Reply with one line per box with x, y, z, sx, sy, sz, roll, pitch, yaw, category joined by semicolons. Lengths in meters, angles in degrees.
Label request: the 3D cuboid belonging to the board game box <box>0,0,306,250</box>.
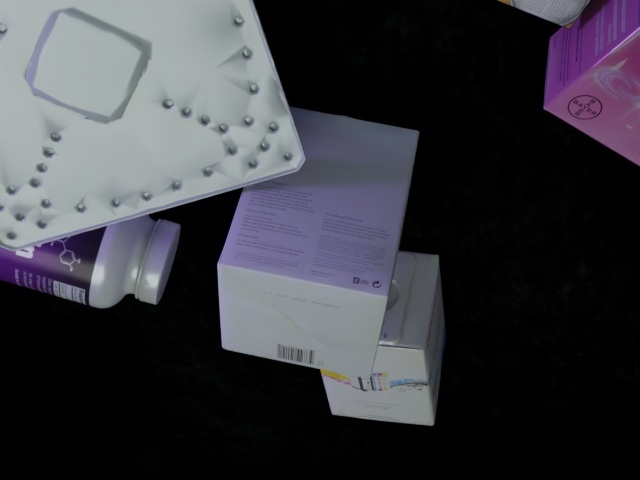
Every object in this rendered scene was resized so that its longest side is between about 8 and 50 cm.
-0.254;-0.199;1.063;0.390;0.050;0.390;-15;123;6;board game box

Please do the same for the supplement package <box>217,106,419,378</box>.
0.000;0.000;1.228;0.199;0.263;0.198;11;144;4;supplement package

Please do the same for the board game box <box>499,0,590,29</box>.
0.224;-0.325;0.909;0.165;0.042;0.243;20;144;-8;board game box

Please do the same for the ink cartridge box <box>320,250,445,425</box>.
0.095;0.146;1.469;0.168;0.171;0.233;4;142;13;ink cartridge box

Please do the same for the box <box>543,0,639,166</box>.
0.389;-0.187;0.974;0.213;0.117;0.243;27;141;-17;box

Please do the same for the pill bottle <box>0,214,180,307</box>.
-0.378;-0.010;1.412;0.322;0.182;0.181;16;144;-3;pill bottle
